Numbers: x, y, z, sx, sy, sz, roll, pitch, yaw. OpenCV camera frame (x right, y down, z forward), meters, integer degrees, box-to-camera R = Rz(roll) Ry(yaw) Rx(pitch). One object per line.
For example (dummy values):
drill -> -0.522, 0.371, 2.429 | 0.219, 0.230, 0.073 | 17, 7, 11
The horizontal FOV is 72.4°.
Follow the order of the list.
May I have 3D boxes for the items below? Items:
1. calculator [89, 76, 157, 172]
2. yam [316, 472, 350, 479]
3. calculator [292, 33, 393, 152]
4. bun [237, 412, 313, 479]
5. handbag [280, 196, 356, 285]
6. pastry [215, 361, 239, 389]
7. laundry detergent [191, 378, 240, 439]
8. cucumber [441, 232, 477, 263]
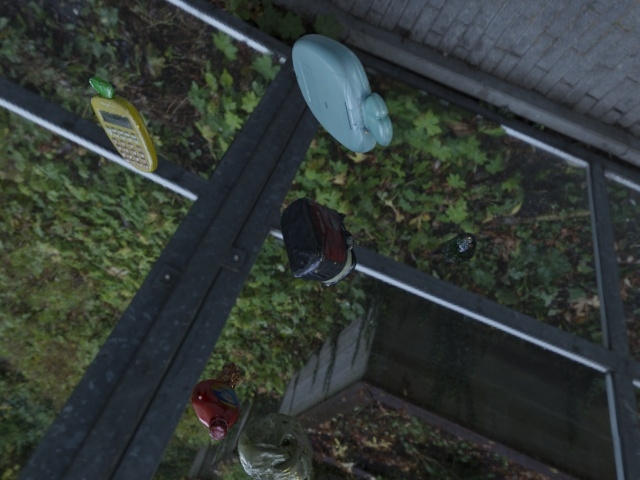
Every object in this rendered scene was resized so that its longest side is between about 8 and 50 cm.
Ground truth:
calculator -> -0.437, -0.251, 0.973 | 0.146, 0.032, 0.235 | 20, 141, 26
yam -> 0.050, 0.737, 1.286 | 0.127, 0.084, 0.084 | 33, 141, -23
calculator -> 0.026, -0.243, 0.734 | 0.042, 0.295, 0.184 | -29, 133, -11
bun -> -0.131, 0.627, 1.333 | 0.237, 0.210, 0.116 | 18, 128, -2
handbag -> 0.000, 0.000, 1.314 | 0.181, 0.254, 0.181 | 16, 134, -44
pastry -> -0.298, 0.455, 1.330 | 0.087, 0.169, 0.063 | -2, 133, 41
laundry detergent -> -0.193, 0.309, 0.801 | 0.097, 0.049, 0.165 | 27, 177, -13
cucumber -> 0.313, 0.019, 0.978 | 0.067, 0.067, 0.293 | 11, 179, 12
